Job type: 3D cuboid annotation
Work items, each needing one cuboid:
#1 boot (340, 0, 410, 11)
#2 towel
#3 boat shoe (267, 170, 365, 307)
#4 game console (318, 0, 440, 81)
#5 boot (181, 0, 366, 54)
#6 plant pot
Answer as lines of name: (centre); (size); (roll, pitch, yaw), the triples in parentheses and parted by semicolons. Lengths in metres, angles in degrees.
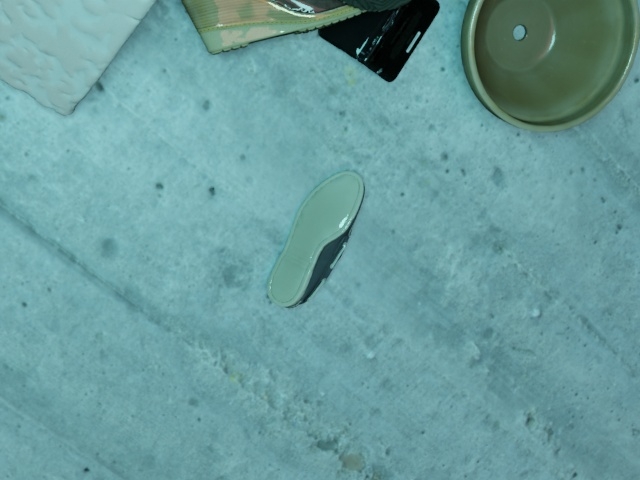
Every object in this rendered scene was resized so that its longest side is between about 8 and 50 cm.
boot: (0.019, -0.379, 0.997); (0.189, 0.076, 0.208); (9, 62, -29)
towel: (-0.338, -0.303, 0.888); (0.332, 0.053, 0.317); (32, 140, -21)
boat shoe: (0.000, 0.000, 1.179); (0.206, 0.075, 0.065); (-60, 154, 3)
game console: (0.077, -0.286, 1.118); (0.107, 0.071, 0.122); (22, 104, -51)
boot: (-0.052, -0.346, 1.017); (0.248, 0.090, 0.207); (-17, 102, -13)
plant pot: (0.281, -0.267, 1.123); (0.237, 0.110, 0.237); (-5, 110, -13)
